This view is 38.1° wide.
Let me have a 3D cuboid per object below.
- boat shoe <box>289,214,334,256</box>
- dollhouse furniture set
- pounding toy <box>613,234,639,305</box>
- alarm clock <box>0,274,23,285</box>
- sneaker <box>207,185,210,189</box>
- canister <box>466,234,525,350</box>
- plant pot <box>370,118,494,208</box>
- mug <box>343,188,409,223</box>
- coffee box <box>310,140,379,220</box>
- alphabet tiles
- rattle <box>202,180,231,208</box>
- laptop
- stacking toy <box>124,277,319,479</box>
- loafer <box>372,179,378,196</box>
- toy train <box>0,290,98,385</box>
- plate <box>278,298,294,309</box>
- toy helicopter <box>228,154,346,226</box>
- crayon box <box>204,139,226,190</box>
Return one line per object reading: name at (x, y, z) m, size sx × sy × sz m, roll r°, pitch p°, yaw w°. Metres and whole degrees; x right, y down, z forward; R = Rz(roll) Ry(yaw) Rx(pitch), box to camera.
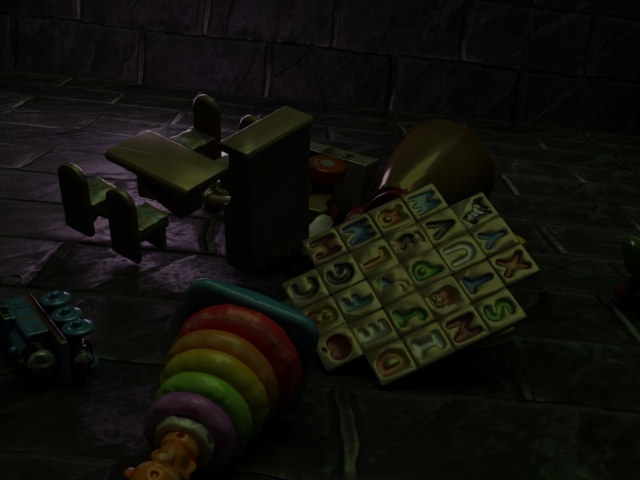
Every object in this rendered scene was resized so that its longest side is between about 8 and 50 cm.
boat shoe at (0.000, 0.000, 1.800) m, size 0.063 × 0.066 × 0.184 m, roll 24°, pitch 19°, yaw 11°
dollhouse furniture set at (-0.221, -0.143, 1.694) m, size 0.394 × 0.256 × 0.362 m, roll 26°, pitch 42°, yaw 29°
pounding toy at (0.623, 0.100, 1.674) m, size 0.237 × 0.110 × 0.183 m, roll 36°, pitch 6°, yaw -2°
alarm clock at (-0.550, 0.058, 1.407) m, size 0.192 × 0.064 × 0.129 m, roll 2°, pitch 17°, yaw -5°
sneaker at (-0.176, -0.133, 2.164) m, size 0.170 × 0.063 × 0.075 m, roll -7°, pitch 21°, yaw -23°
canister at (0.256, 0.076, 1.455) m, size 0.126 × 0.169 × 0.073 m, roll -7°, pitch 21°, yaw -36°
plant pot at (0.218, -0.112, 2.011) m, size 0.237 × 0.237 × 0.254 m, roll 16°, pitch 32°, yaw 28°
mug at (0.136, -0.022, 1.788) m, size 0.169 × 0.150 × 0.113 m, roll 17°, pitch 1°, yaw 44°
coffee box at (-0.008, -0.145, 2.091) m, size 0.247 × 0.141 × 0.098 m, roll 18°, pitch 20°, yaw 16°
alphabet tiles at (0.130, 0.056, 1.364) m, size 0.343 × 0.011 × 0.285 m, roll -25°, pitch 54°, yaw -6°
rattle at (-0.158, -0.131, 2.047) m, size 0.200 × 0.142 × 0.130 m, roll 3°, pitch -2°, yaw 11°
laptop at (0.081, 0.018, 1.593) m, size 0.264 × 0.136 × 0.234 m, roll 26°, pitch 17°, yaw 39°
stacking toy at (-0.129, 0.193, 1.023) m, size 0.175 × 0.165 × 0.302 m, roll 20°, pitch 31°, yaw 6°
loafer at (0.058, -0.135, 2.219) m, size 0.220 × 0.080 × 0.078 m, roll -6°, pitch 21°, yaw -36°
toy train at (-0.365, 0.129, 1.231) m, size 0.105 × 0.080 × 0.184 m, roll -14°, pitch 27°, yaw -28°
plate at (0.007, 0.118, 1.480) m, size 0.188 × 0.024 × 0.188 m, roll 7°, pitch 17°, yaw -2°
toy helicopter at (-0.105, -0.072, 1.893) m, size 0.235 × 0.140 × 0.355 m, roll 17°, pitch 32°, yaw 12°
crayon box at (-0.196, -0.195, 2.322) m, size 0.319 × 0.081 × 0.202 m, roll -6°, pitch 21°, yaw -34°
